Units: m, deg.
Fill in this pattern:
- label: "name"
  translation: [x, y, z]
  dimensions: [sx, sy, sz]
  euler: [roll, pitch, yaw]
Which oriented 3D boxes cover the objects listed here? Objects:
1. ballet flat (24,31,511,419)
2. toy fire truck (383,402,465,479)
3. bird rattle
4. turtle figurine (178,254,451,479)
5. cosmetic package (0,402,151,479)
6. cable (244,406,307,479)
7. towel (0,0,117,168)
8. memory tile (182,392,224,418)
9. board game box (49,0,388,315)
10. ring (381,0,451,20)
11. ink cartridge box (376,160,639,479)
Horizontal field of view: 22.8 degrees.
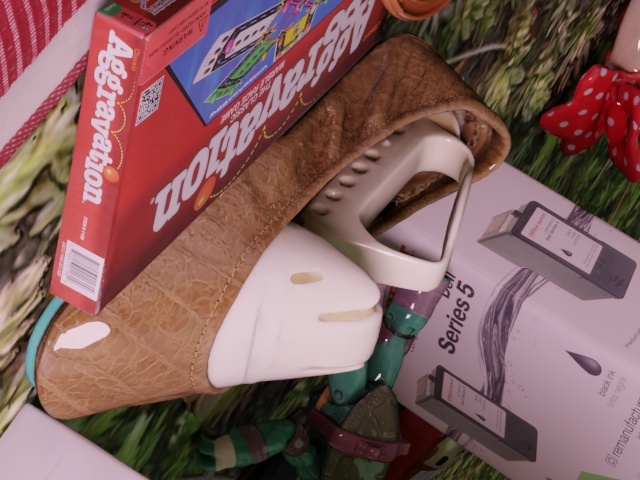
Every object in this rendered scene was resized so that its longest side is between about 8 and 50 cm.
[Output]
- label: "ballet flat"
  translation: [0.000, 0.000, 0.823]
  dimensions: [0.342, 0.124, 0.116]
  euler: [-41, 154, -46]
- label: "toy fire truck"
  translation: [0.130, 0.161, 1.455]
  dimensions: [0.254, 0.169, 0.302]
  euler: [-44, 167, 17]
- label: "bird rattle"
  translation: [0.299, -0.170, 1.484]
  dimensions: [0.253, 0.143, 0.207]
  euler: [-2, 111, -55]
- label: "turtle figurine"
  translation: [0.005, 0.120, 1.081]
  dimensions: [0.234, 0.118, 0.175]
  euler: [-68, 162, 8]
- label: "cosmetic package"
  translation: [-0.038, 0.274, 0.737]
  dimensions: [0.217, 0.385, 0.156]
  euler: [-56, 164, -19]
- label: "cable"
  translation: [-0.041, 0.213, 1.229]
  dimensions: [0.184, 0.047, 0.150]
  euler: [-61, 169, -2]
- label: "towel"
  translation: [-0.136, -0.096, 0.426]
  dimensions: [0.237, 0.037, 0.329]
  euler: [-53, 164, -26]
- label: "memory tile"
  translation: [-0.043, 0.034, 0.954]
  dimensions: [0.148, 0.012, 0.113]
  euler: [-55, 163, -13]
- label: "board game box"
  translation: [-0.025, -0.096, 0.715]
  dimensions: [0.281, 0.027, 0.145]
  euler: [-49, 163, -47]
- label: "ring"
  translation: [0.117, -0.265, 0.812]
  dimensions: [0.336, 0.032, 0.336]
  euler: [-58, 165, -26]
- label: "ink cartridge box"
  translation: [0.167, 0.078, 1.186]
  dimensions: [0.115, 0.273, 0.198]
  euler: [-44, 157, -36]
